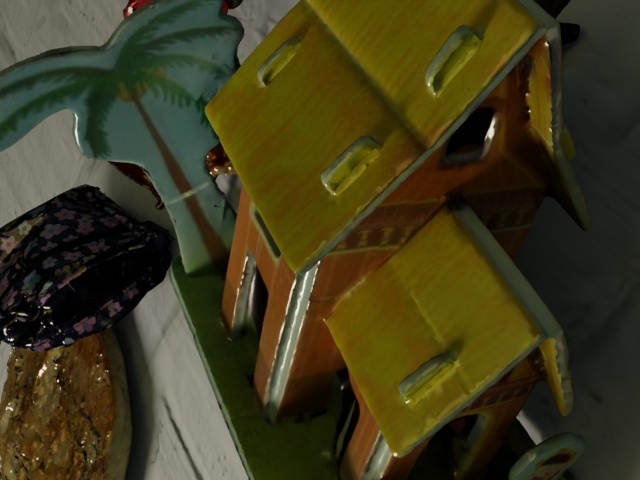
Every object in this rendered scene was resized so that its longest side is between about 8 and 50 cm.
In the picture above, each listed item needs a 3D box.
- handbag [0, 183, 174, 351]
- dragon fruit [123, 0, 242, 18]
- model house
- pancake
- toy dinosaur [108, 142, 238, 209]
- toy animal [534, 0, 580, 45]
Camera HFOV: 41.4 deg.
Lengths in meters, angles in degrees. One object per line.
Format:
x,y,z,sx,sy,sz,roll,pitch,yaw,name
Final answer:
-0.294,0.035,0.987,0.207,0.228,0.127,31,147,45,handbag
-0.134,-0.339,0.895,0.218,0.273,0.198,-9,119,42,dragon fruit
0.000,0.000,0.478,0.300,0.339,0.324,59,146,40,model house
-0.332,0.248,1.064,0.356,0.065,0.356,-13,71,44,pancake
-0.143,-0.108,0.896,0.327,0.112,0.207,37,109,48,toy dinosaur
0.136,-0.088,0.613,0.105,0.070,0.203,-66,-10,-75,toy animal
